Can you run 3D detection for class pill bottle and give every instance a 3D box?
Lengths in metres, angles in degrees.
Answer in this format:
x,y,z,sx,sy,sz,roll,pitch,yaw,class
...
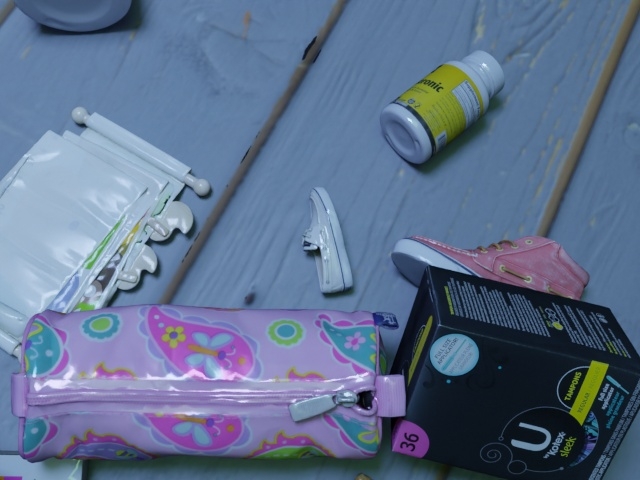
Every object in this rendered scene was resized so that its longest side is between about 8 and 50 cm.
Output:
x,y,z,sx,sy,sz,roll,pitch,yaw,class
0.119,-0.130,0.659,0.116,0.065,0.065,-38,80,-16,pill bottle
-0.238,-0.310,0.654,0.108,0.108,0.193,-6,74,-8,pill bottle

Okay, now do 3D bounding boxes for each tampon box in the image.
x,y,z,sx,sy,sz,roll,pitch,yaw,class
0.147,0.109,0.545,0.161,0.101,0.120,13,114,-2,tampon box

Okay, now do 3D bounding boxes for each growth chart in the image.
x,y,z,sx,sy,sz,roll,pitch,yaw,class
-0.227,-0.008,0.610,0.172,0.021,0.237,39,73,6,growth chart

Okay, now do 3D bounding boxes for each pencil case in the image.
x,y,z,sx,sy,sz,roll,pitch,yaw,class
-0.083,0.111,0.537,0.284,0.124,0.124,2,73,-4,pencil case

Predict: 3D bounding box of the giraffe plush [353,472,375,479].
x,y,z,sx,sy,sz,roll,pitch,yaw,class
0.027,0.265,0.474,0.210,0.170,0.181,-31,78,-14,giraffe plush

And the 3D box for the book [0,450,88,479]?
x,y,z,sx,sy,sz,roll,pitch,yaw,class
-0.260,0.214,0.537,0.144,0.035,0.096,2,79,-6,book

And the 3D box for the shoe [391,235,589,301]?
x,y,z,sx,sy,sz,roll,pitch,yaw,class
0.154,0.025,0.620,0.178,0.063,0.081,29,71,-2,shoe

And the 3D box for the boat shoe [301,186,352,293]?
x,y,z,sx,sy,sz,roll,pitch,yaw,class
0.000,0.000,0.625,0.035,0.035,0.100,-12,81,-12,boat shoe
